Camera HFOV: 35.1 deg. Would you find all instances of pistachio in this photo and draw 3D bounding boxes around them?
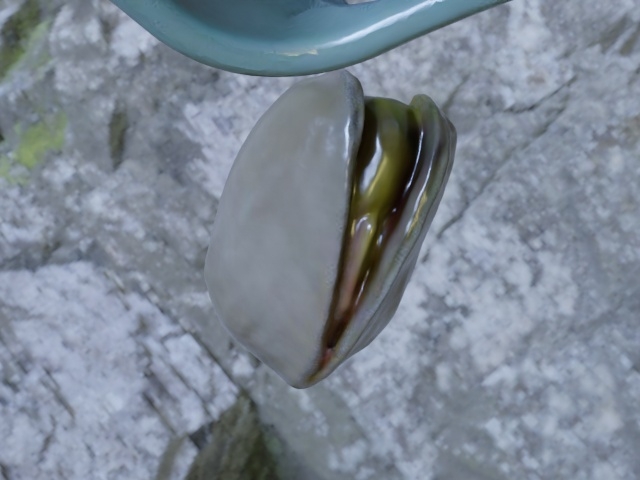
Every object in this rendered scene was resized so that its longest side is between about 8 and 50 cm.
[{"bbox_3d":[0.000,0.000,0.800,0.288,0.166,0.197,112,162,-45],"label":"pistachio"}]

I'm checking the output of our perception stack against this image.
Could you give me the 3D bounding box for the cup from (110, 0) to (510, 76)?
[{"bbox_3d":[0.012,-0.245,0.241,0.392,0.400,0.310,13,-174,-24],"label":"cup"}]
